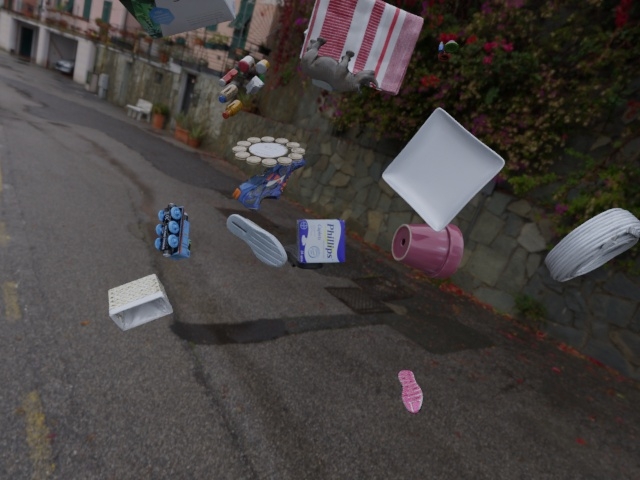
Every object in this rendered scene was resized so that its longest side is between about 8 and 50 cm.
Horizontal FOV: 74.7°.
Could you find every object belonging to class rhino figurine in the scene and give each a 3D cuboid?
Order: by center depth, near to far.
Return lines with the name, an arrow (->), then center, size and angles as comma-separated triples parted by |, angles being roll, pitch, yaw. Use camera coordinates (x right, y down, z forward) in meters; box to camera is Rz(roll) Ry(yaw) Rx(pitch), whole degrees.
rhino figurine -> 0.054, -0.480, 1.186 | 0.243, 0.106, 0.073 | 28, 0, 6

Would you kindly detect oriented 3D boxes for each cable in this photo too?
cable -> 0.747, 0.019, 1.159 | 0.257, 0.257, 0.089 | 0, 53, -42

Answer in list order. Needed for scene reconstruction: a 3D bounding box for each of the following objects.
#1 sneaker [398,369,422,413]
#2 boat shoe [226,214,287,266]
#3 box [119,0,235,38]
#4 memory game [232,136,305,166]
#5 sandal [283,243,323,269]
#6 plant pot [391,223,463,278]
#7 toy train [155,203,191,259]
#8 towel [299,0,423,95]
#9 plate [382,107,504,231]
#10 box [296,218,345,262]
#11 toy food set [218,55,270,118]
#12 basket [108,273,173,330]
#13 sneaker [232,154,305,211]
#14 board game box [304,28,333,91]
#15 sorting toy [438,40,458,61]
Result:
sneaker -> 0.282, 0.481, 1.300 | 0.063, 0.074, 0.170 | -15, 20, 4
boat shoe -> -0.241, -0.009, 1.679 | 0.302, 0.109, 0.094 | 40, 17, 15
box -> -0.356, -0.589, 0.912 | 0.233, 0.058, 0.322 | -8, -16, 12
memory game -> -0.131, -0.227, 1.069 | 0.186, 0.012, 0.186 | 4, 34, -3
sandal -> -0.100, 0.099, 2.139 | 0.168, 0.106, 0.446 | -1, 12, -11
plant pot -> 0.354, 0.022, 1.439 | 0.180, 0.201, 0.201 | 12, 17, -17
toy train -> -0.475, -0.027, 1.368 | 0.080, 0.184, 0.105 | -12, -24, 22
towel -> 0.126, -0.600, 1.254 | 0.329, 0.236, 0.037 | 13, 16, -16
plate -> 0.366, -0.212, 1.280 | 0.045, 0.277, 0.278 | 4, 42, -54
box -> 0.000, 0.000, 1.244 | 0.137, 0.126, 0.072 | -1, 4, -10
toy food set -> -0.277, -0.529, 1.433 | 0.111, 0.232, 0.104 | 43, 42, -16
basket -> -0.578, 0.195, 1.344 | 0.167, 0.113, 0.103 | -20, 54, -14
sneaker -> -0.127, -0.153, 1.126 | 0.087, 0.221, 0.083 | 55, -17, -8
board game box -> 0.077, -0.737, 1.534 | 0.098, 0.303, 0.224 | 30, -21, 21
sorting toy -> 0.466, -0.708, 1.546 | 0.061, 0.042, 0.102 | 12, -17, -9
